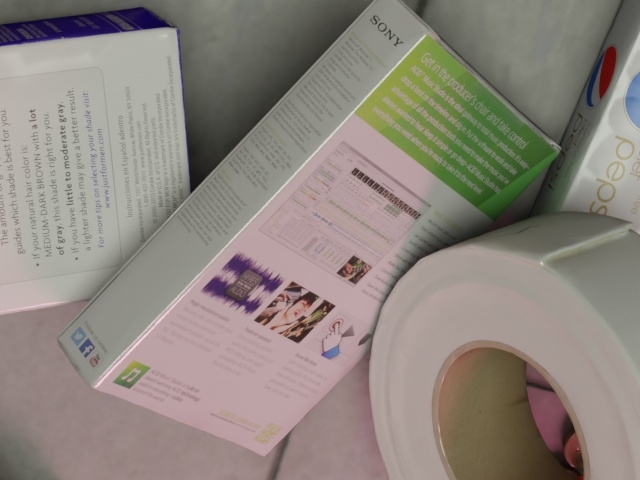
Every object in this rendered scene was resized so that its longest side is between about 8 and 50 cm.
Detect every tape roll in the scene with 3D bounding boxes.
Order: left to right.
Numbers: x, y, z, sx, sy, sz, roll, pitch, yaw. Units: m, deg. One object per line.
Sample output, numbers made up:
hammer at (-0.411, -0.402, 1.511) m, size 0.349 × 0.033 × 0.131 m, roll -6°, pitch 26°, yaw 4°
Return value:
tape roll at (0.162, 0.125, 1.283) m, size 0.100 × 0.286 × 0.286 m, roll -18°, pitch 111°, yaw -37°

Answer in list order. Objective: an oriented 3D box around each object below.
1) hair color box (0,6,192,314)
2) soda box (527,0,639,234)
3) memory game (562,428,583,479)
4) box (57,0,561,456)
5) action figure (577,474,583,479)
hair color box at (-0.262, -0.043, 1.249) m, size 0.338 × 0.110 × 0.185 m, roll -9°, pitch 107°, yaw -18°
soda box at (0.223, -0.076, 1.344) m, size 0.074 × 0.069 × 0.216 m, roll 20°, pitch 103°, yaw -11°
memory game at (0.260, 0.211, 1.461) m, size 0.186 × 0.012 × 0.186 m, roll -2°, pitch 107°, yaw -6°
box at (0.000, 0.000, 1.280) m, size 0.322 × 0.058 × 0.232 m, roll -45°, pitch 147°, yaw 8°
action figure at (0.214, 0.237, 1.441) m, size 0.038 × 0.030 × 0.115 m, roll -11°, pitch 103°, yaw -8°
